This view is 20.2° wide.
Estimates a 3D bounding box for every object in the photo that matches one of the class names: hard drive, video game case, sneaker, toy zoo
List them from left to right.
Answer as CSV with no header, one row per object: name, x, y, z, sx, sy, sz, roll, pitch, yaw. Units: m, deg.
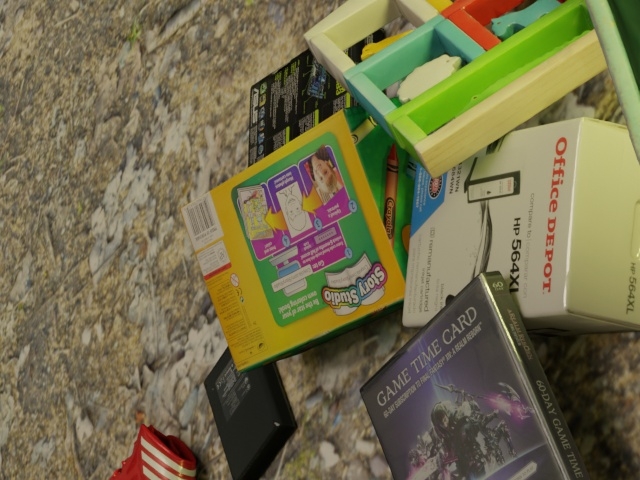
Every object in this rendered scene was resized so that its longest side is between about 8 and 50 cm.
sneaker,-0.195,0.260,1.859,0.221,0.087,0.128,-8,63,45
hard drive,-0.070,0.159,1.731,0.094,0.022,0.135,-55,37,31
toy zoo,0.105,-0.171,1.450,0.192,0.030,0.293,-32,35,-4
video game case,0.127,0.188,1.315,0.196,0.026,0.274,-49,55,49

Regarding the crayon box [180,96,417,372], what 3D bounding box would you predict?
crayon box,0.000,0.000,1.566,0.278,0.081,0.165,-27,81,51

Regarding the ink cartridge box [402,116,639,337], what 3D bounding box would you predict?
ink cartridge box,0.159,-0.004,1.362,0.203,0.086,0.148,-11,70,57

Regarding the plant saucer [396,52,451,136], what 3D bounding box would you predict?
plant saucer,0.086,-0.085,1.577,0.067,0.018,0.192,-7,73,57

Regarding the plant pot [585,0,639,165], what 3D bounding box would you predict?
plant pot,0.289,-0.097,1.000,0.247,0.252,0.248,-18,54,9

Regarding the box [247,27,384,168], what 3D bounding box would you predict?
box,-0.007,-0.089,1.703,0.184,0.045,0.191,-26,57,49
